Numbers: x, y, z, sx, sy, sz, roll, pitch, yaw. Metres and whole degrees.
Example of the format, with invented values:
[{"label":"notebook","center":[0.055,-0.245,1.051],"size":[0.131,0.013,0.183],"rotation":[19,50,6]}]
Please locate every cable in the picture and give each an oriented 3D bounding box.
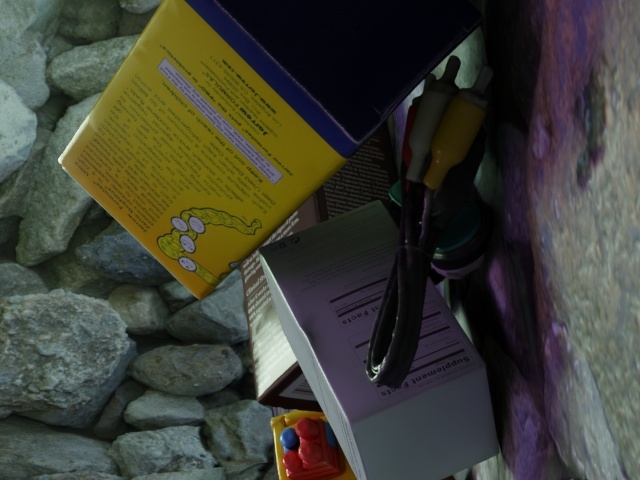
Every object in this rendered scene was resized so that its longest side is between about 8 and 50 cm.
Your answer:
[{"label":"cable","center":[0.074,-0.018,1.266],"size":[0.287,0.072,0.139],"rotation":[-67,21,-8]}]

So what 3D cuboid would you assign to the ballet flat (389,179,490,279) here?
[{"label":"ballet flat","center":[0.120,-0.006,1.361],"size":[0.203,0.074,0.074],"rotation":[-128,33,-67]}]

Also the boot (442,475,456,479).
[{"label":"boot","center":[0.128,0.287,1.464],"size":[0.197,0.073,0.152],"rotation":[98,169,-54]}]

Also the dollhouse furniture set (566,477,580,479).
[{"label":"dollhouse furniture set","center":[0.183,0.234,1.138],"size":[0.152,0.058,0.076],"rotation":[145,129,-60]}]

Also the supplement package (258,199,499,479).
[{"label":"supplement package","center":[0.054,0.104,1.381],"size":[0.139,0.134,0.244],"rotation":[75,169,-45]}]

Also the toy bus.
[{"label":"toy bus","center":[0.015,0.305,1.813],"size":[0.211,0.149,0.220],"rotation":[42,-145,-61]}]

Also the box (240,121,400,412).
[{"label":"box","center":[0.000,0.000,1.780],"size":[0.191,0.143,0.381],"rotation":[-44,45,45]}]

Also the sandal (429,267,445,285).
[{"label":"sandal","center":[0.118,0.003,1.506],"size":[0.067,0.040,0.179],"rotation":[-123,42,-65]}]

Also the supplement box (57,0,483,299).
[{"label":"supplement box","center":[-0.056,-0.128,1.290],"size":[0.195,0.194,0.356],"rotation":[45,147,-3]}]
